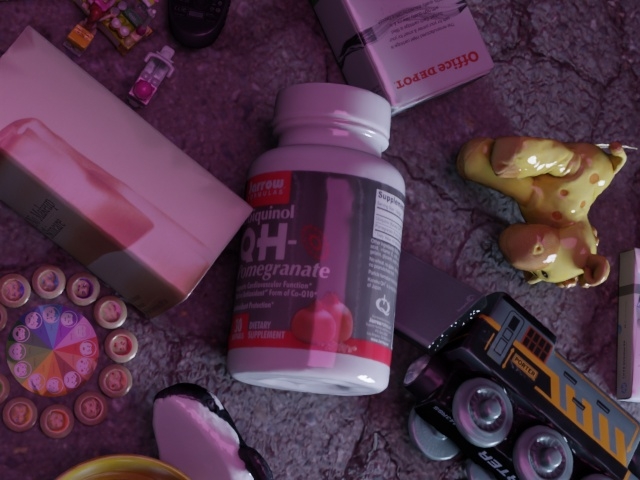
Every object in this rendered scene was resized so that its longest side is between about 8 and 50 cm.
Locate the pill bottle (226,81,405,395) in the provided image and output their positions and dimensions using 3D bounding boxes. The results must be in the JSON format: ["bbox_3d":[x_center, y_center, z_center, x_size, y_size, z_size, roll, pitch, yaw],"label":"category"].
[{"bbox_3d":[0.000,0.000,1.510,0.176,0.176,0.319,10,77,-18],"label":"pill bottle"}]

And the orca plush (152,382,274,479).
[{"bbox_3d":[-0.072,0.261,1.478,0.287,0.151,0.102,50,37,-2],"label":"orca plush"}]

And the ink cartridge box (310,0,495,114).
[{"bbox_3d":[0.089,-0.259,1.638,0.153,0.087,0.208,-23,87,-22],"label":"ink cartridge box"}]

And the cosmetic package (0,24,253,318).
[{"bbox_3d":[-0.237,-0.064,1.451,0.296,0.153,0.129,39,69,-8],"label":"cosmetic package"}]

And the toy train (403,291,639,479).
[{"bbox_3d":[0.248,0.212,1.589,0.334,0.142,0.190,40,60,-9],"label":"toy train"}]

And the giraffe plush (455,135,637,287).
[{"bbox_3d":[0.263,-0.030,1.624,0.210,0.181,0.170,3,91,-2],"label":"giraffe plush"}]

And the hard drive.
[{"bbox_3d":[0.108,0.068,1.569,0.094,0.135,0.022,-40,137,-22],"label":"hard drive"}]

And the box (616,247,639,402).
[{"bbox_3d":[0.439,0.111,1.723,0.145,0.038,0.186,7,77,-18],"label":"box"}]

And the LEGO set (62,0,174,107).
[{"bbox_3d":[-0.278,-0.263,1.495,0.287,0.107,0.132,26,72,-14],"label":"LEGO set"}]

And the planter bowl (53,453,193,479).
[{"bbox_3d":[-0.209,0.328,1.419,0.217,0.090,0.217,4,79,-19],"label":"planter bowl"}]

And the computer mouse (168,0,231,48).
[{"bbox_3d":[-0.123,-0.325,1.606,0.071,0.041,0.242,15,70,0],"label":"computer mouse"}]

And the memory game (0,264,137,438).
[{"bbox_3d":[-0.283,0.117,1.474,0.186,0.012,0.186,4,78,-19],"label":"memory game"}]
